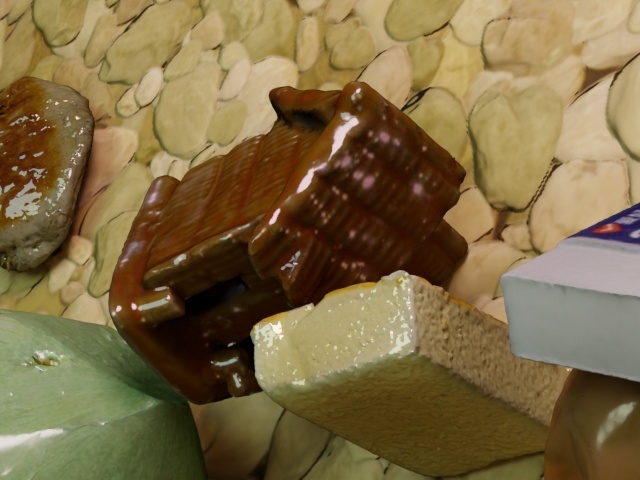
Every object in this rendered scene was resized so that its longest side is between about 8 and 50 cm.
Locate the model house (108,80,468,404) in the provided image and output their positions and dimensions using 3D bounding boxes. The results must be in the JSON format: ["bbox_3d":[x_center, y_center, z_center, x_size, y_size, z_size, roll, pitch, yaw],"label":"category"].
[{"bbox_3d":[-0.001,0.001,1.276,0.229,0.199,0.220,-28,36,27],"label":"model house"}]

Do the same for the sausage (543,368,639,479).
[{"bbox_3d":[0.232,0.122,1.050,0.241,0.120,0.136,8,84,45],"label":"sausage"}]

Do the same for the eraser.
[{"bbox_3d":[0.217,0.017,1.071,0.124,0.210,0.068,11,116,44],"label":"eraser"}]

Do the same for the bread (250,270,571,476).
[{"bbox_3d":[0.062,0.087,1.185,0.125,0.188,0.068,-20,56,34],"label":"bread"}]

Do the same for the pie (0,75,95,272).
[{"bbox_3d":[-0.266,-0.066,1.682,0.163,0.079,0.193,-40,45,14],"label":"pie"}]

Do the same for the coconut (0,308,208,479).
[{"bbox_3d":[-0.214,0.187,1.331,0.328,0.281,0.328,-37,8,6],"label":"coconut"}]
